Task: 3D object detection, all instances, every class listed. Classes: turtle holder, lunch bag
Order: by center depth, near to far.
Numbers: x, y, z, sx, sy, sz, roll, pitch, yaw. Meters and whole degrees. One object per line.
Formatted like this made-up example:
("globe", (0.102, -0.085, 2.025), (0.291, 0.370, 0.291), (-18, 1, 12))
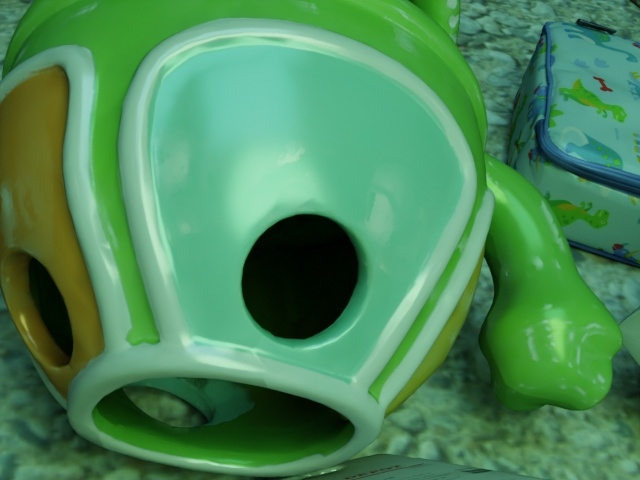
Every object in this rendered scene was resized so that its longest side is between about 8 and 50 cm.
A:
("turtle holder", (-0.019, 0.004, 0.508), (0.320, 0.243, 0.227), (37, 42, -41))
("lunch bag", (0.242, -0.079, 0.769), (0.176, 0.090, 0.219), (20, 41, 0))

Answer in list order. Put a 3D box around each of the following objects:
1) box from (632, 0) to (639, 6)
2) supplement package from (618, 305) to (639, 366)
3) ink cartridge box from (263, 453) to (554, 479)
("box", (0.377, -0.298, 1.109), (0.094, 0.027, 0.137), (-12, 48, -28))
("supplement package", (0.353, 0.033, 0.551), (0.263, 0.199, 0.198), (-26, 75, -39))
("ink cartridge box", (0.031, 0.138, 0.424), (0.104, 0.180, 0.060), (-7, 86, -25))
